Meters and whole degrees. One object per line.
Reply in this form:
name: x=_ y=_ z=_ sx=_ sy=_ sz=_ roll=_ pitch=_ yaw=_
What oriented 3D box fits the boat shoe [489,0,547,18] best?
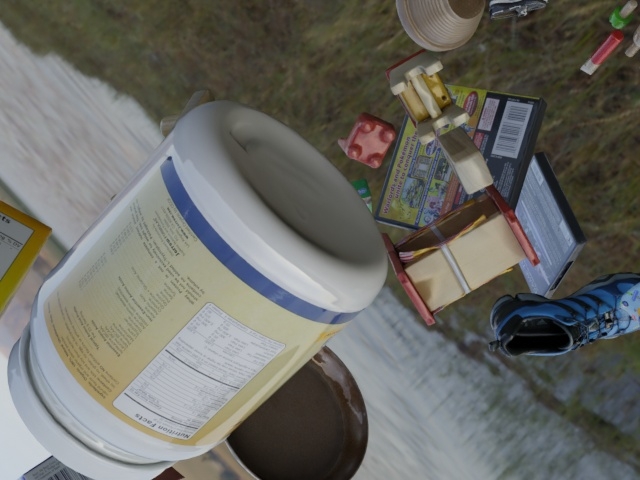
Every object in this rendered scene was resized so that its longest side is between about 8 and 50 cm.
boat shoe: x=0.431 y=-0.506 z=2.013 sx=0.125 sy=0.038 sz=0.046 roll=0 pitch=169 yaw=16

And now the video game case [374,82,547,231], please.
video game case: x=0.244 y=-0.137 z=1.635 sx=0.248 sy=0.274 sz=0.035 roll=16 pitch=177 yaw=32

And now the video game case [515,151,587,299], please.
video game case: x=0.421 y=-0.016 z=1.766 sx=0.274 sy=0.026 sz=0.196 roll=94 pitch=160 yaw=-63

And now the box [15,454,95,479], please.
box: x=-0.315 y=0.298 z=1.170 sx=0.072 sy=0.126 sz=0.137 roll=57 pitch=148 yaw=3

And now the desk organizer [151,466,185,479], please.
desk organizer: x=-0.249 y=0.348 z=1.344 sx=0.050 sy=0.047 sz=0.130 roll=43 pitch=150 yaw=-12

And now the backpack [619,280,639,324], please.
backpack: x=0.525 y=0.087 z=1.309 sx=0.158 sy=0.173 sz=0.116 roll=15 pitch=-133 yaw=-42

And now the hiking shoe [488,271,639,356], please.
hiking shoe: x=0.433 y=0.139 z=1.520 sx=0.132 sy=0.304 sz=0.113 roll=-68 pitch=-38 yaw=-64

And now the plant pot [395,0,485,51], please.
plant pot: x=0.297 y=-0.556 z=2.107 sx=0.237 sy=0.237 sz=0.110 roll=52 pitch=159 yaw=-24

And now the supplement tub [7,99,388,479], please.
supplement tub: x=-0.118 y=0.054 z=0.842 sx=0.228 sy=0.316 sz=0.228 roll=37 pitch=-156 yaw=-20

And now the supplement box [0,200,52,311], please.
supplement box: x=-0.526 y=0.100 z=1.171 sx=0.194 sy=0.356 sz=0.195 roll=32 pitch=130 yaw=-12

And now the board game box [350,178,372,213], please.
board game box: x=0.000 y=0.000 z=1.863 sx=0.317 sy=0.214 sz=0.046 roll=82 pitch=174 yaw=-61

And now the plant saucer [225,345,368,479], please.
plant saucer: x=-0.056 y=0.297 z=1.598 sx=0.310 sy=0.310 sz=0.050 roll=47 pitch=134 yaw=-2

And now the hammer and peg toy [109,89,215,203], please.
hammer and peg toy: x=-0.136 y=0.001 z=1.289 sx=0.127 sy=0.266 sz=0.361 roll=-6 pitch=128 yaw=22

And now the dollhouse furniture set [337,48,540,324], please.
dollhouse furniture set: x=0.154 y=-0.083 z=1.381 sx=0.374 sy=0.201 sz=0.152 roll=58 pitch=-172 yaw=-24

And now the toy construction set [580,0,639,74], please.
toy construction set: x=0.638 y=-0.319 z=1.722 sx=0.309 sy=0.257 sz=0.237 roll=8 pitch=162 yaw=-7
